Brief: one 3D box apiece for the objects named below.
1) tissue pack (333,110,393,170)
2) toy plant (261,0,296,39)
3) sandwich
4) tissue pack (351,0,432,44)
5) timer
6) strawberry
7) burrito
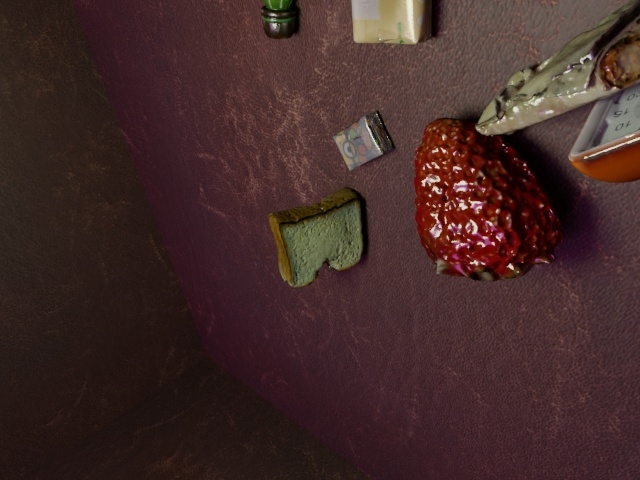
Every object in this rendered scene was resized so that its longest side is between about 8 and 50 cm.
[{"bbox_3d":[0.110,-0.259,1.267,0.148,0.060,0.109,-17,104,56],"label":"tissue pack"},{"bbox_3d":[-0.109,-0.613,1.245,0.092,0.092,0.162,31,135,34],"label":"toy plant"},{"bbox_3d":[-0.001,-0.001,1.423,0.095,0.273,0.249,38,143,51],"label":"sandwich"},{"bbox_3d":[0.144,-0.523,0.990,0.186,0.090,0.222,24,133,38],"label":"tissue pack"},{"bbox_3d":[0.505,-0.180,0.651,0.257,0.250,0.161,-22,98,56],"label":"timer"},{"bbox_3d":[0.327,-0.090,0.973,0.292,0.292,0.344,-2,100,53],"label":"strawberry"},{"bbox_3d":[0.415,-0.271,0.773,0.107,0.175,0.347,39,150,-17],"label":"burrito"}]
